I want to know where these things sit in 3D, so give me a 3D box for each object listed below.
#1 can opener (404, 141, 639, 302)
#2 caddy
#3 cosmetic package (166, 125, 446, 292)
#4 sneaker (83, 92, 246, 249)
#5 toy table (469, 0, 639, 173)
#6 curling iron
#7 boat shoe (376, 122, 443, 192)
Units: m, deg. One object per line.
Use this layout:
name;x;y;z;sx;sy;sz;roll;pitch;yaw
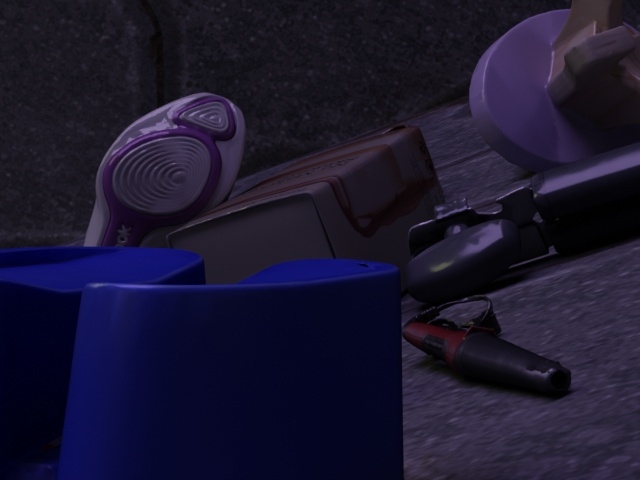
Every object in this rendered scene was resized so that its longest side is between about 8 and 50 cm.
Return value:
can opener;0.205;-0.010;1.578;0.283;0.076;0.095;-17;39;16
caddy;-0.087;0.099;0.968;0.241;0.179;0.341;4;3;21
cosmetic package;0.000;0.000;1.728;0.153;0.129;0.296;-16;8;22
sneaker;-0.168;0.001;1.783;0.305;0.114;0.152;-60;-5;-5
toy table;0.299;-0.181;1.974;0.274;0.252;0.161;-37;0;-42
curling iron;0.111;0.068;1.273;0.068;0.035;0.274;-21;7;-8
boat shoe;0.000;-0.042;2.189;0.324;0.097;0.116;-24;8;-34
